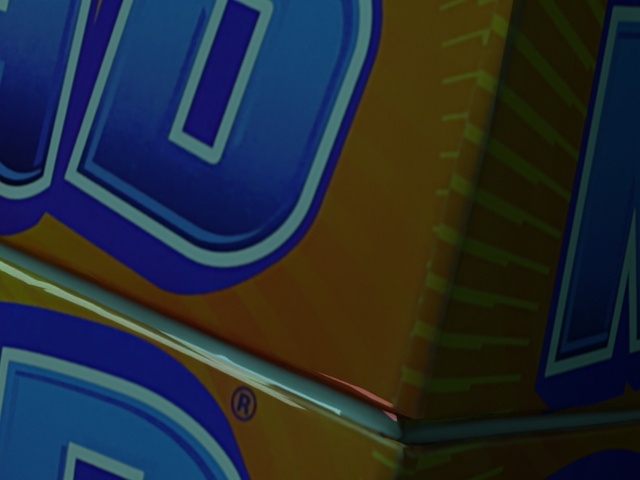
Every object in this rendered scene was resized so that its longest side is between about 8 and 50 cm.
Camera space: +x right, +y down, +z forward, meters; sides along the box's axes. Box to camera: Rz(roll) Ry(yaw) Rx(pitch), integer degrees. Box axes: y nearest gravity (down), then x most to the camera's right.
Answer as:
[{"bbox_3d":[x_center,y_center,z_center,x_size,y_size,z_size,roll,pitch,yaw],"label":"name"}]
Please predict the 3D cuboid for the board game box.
[{"bbox_3d":[0.000,0.000,0.555,0.356,0.356,0.356,3,-77,-51],"label":"board game box"}]
